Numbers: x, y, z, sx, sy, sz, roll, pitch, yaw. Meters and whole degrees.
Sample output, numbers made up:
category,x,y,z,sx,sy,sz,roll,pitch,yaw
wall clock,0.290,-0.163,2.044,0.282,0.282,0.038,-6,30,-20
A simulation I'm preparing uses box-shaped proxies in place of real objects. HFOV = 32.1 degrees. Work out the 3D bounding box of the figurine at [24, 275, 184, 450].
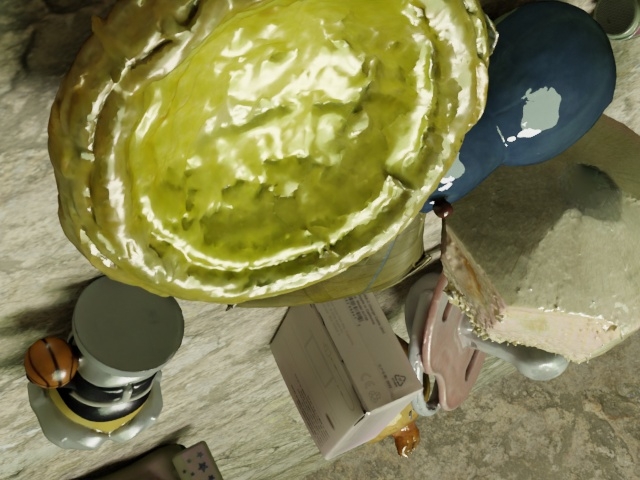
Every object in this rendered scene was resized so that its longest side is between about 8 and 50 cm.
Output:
category,x,y,z,sx,sy,sz,roll,pitch,yaw
figurine,-0.249,0.147,1.243,0.176,0.133,0.236,-8,153,-26

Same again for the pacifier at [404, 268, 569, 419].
category,x,y,z,sx,sy,sz,roll,pitch,yaw
pacifier,0.247,0.145,1.783,0.273,0.221,0.332,-17,145,7

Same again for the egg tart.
category,x,y,z,sx,sy,sz,roll,pitch,yaw
egg tart,-0.040,-0.104,0.791,0.345,0.132,0.345,-20,143,-15

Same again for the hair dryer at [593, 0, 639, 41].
category,x,y,z,sx,sy,sz,roll,pitch,yaw
hair dryer,0.294,-0.216,1.191,0.154,0.054,0.106,-29,170,38

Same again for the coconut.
category,x,y,z,sx,sy,sz,roll,pitch,yaw
coconut,0.283,-0.006,1.333,0.297,0.298,0.309,-26,162,-5

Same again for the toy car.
category,x,y,z,sx,sy,sz,roll,pitch,yaw
toy car,-0.330,0.506,1.929,0.335,0.242,0.226,-18,162,-32

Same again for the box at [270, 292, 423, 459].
category,x,y,z,sx,sy,sz,roll,pitch,yaw
box,0.028,0.184,1.623,0.106,0.203,0.252,-21,161,-24

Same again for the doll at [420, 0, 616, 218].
category,x,y,z,sx,sy,sz,roll,pitch,yaw
doll,0.156,-0.134,1.064,0.258,0.154,0.228,-34,159,-4

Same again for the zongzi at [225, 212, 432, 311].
category,x,y,z,sx,sy,sz,roll,pitch,yaw
zongzi,0.000,0.000,1.264,0.256,0.115,0.228,-16,157,-4

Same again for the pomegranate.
category,x,y,z,sx,sy,sz,roll,pitch,yaw
pomegranate,0.093,0.244,1.900,0.207,0.207,0.207,-25,162,-9
